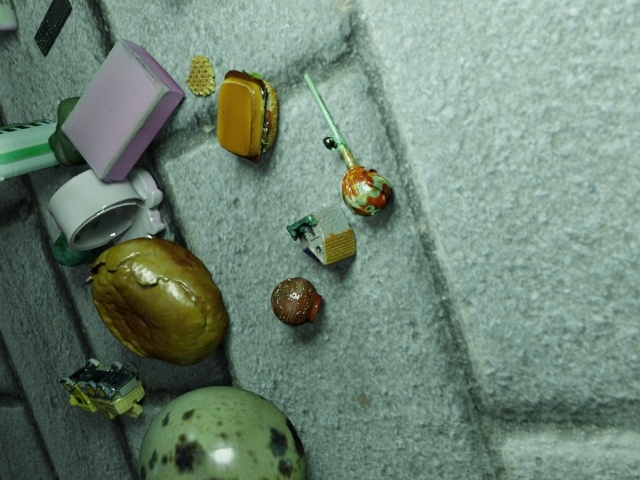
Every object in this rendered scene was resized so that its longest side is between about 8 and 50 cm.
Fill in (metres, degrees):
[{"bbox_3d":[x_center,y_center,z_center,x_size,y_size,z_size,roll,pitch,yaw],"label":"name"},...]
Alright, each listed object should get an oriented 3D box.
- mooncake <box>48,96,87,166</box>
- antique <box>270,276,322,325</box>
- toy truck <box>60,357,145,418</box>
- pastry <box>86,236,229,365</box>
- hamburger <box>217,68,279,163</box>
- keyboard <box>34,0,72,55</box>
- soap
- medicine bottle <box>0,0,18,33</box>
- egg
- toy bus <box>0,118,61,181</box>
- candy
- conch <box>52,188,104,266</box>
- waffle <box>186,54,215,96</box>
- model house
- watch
[{"bbox_3d":[-0.610,-0.271,1.665,0.168,0.104,0.175,25,119,40],"label":"mooncake"},{"bbox_3d":[-0.051,0.121,1.326,0.104,0.104,0.104,17,118,36],"label":"antique"},{"bbox_3d":[-0.629,0.446,1.962,0.272,0.124,0.157,-4,115,39],"label":"toy truck"},{"bbox_3d":[-0.379,0.151,1.555,0.356,0.164,0.356,14,125,21],"label":"pastry"},{"bbox_3d":[-0.138,-0.240,1.264,0.137,0.087,0.165,27,122,32],"label":"hamburger"},{"bbox_3d":[-0.671,-0.544,1.666,0.204,0.013,0.061,-32,84,44],"label":"keyboard"},{"bbox_3d":[-0.434,-0.280,1.455,0.181,0.081,0.259,46,110,19],"label":"soap"},{"bbox_3d":[-0.919,-0.717,1.678,0.219,0.219,0.388,6,110,40],"label":"medicine bottle"},{"bbox_3d":[-0.222,0.494,1.462,0.428,0.345,0.345,-3,105,53],"label":"egg"},{"bbox_3d":[-0.777,-0.231,1.712,0.165,0.276,0.133,3,110,29],"label":"toy bus"},{"bbox_3d":[0.037,-0.172,1.162,0.084,0.078,0.287,-38,73,47],"label":"candy"},{"bbox_3d":[-0.642,-0.019,1.779,0.196,0.134,0.202,-101,20,-49],"label":"conch"},{"bbox_3d":[-0.246,-0.339,1.371,0.078,0.016,0.085,22,121,29],"label":"waffle"},{"bbox_3d":[0.000,0.000,1.239,0.101,0.088,0.100,-26,87,48],"label":"model house"},{"bbox_3d":[-0.507,-0.050,1.571,0.196,0.231,0.244,53,129,10],"label":"watch"}]
